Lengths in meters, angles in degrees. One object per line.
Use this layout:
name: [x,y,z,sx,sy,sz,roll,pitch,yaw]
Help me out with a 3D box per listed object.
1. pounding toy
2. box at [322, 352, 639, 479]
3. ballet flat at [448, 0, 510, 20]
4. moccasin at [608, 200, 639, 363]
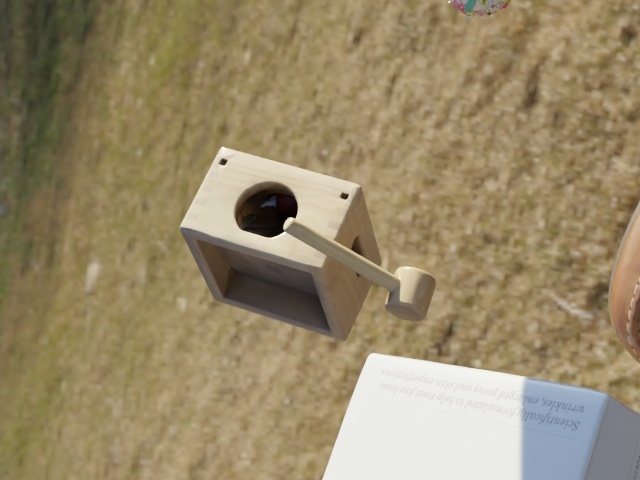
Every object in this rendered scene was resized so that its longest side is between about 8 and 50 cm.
pounding toy: [0.004,-0.003,1.123,0.206,0.181,0.094,16,64,19]
box: [0.092,0.172,0.762,0.181,0.119,0.182,5,70,49]
ballet flat: [0.166,-0.274,1.236,0.241,0.091,0.077,-52,-9,-42]
moccasin: [0.333,-0.049,0.825,0.380,0.139,0.147,-37,36,9]
